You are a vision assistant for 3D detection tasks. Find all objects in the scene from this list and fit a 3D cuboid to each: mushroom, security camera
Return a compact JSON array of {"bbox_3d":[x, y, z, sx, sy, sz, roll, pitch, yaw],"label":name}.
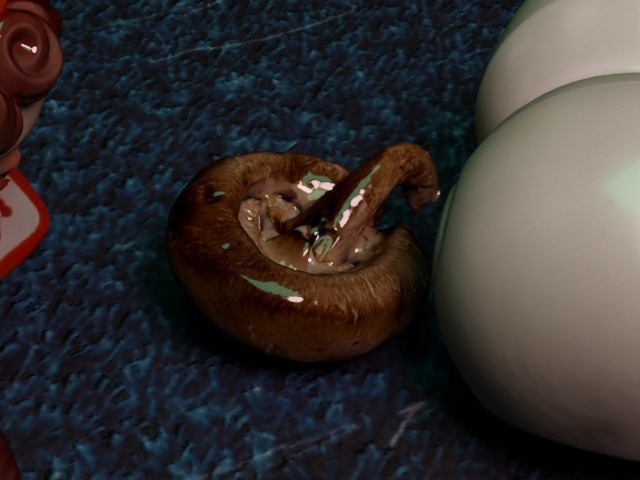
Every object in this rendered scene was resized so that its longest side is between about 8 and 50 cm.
[{"bbox_3d":[0.000,0.001,0.729,0.171,0.080,0.135,-27,62,-31],"label":"mushroom"},{"bbox_3d":[0.153,-0.006,0.668,0.195,0.194,0.236,11,45,8],"label":"security camera"}]

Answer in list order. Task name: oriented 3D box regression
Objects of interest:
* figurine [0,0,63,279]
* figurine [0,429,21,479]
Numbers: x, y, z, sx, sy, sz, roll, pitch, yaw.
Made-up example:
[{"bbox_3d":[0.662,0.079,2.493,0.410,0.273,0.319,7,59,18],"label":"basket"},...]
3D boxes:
[{"bbox_3d":[-0.184,-0.065,0.638,0.160,0.226,0.183,47,47,-4],"label":"figurine"},{"bbox_3d":[-0.233,0.126,0.539,0.240,0.115,0.174,-21,46,-25],"label":"figurine"}]
